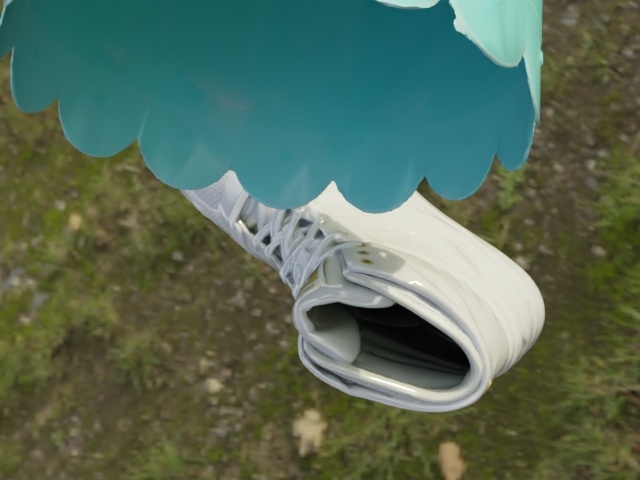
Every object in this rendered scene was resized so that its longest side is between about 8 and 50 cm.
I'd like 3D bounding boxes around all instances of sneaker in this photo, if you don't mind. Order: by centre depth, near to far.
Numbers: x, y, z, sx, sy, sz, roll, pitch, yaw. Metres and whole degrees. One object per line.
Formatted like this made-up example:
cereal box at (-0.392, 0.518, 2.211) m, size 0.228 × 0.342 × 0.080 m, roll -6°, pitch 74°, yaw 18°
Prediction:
sneaker at (0.000, 0.000, 0.918) m, size 0.292 × 0.169 × 0.108 m, roll 31°, pitch 109°, yaw 11°

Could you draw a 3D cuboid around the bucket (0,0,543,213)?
bucket at (-0.013, -0.145, 0.713) m, size 0.281 × 0.281 × 0.183 m, roll -9°, pitch 65°, yaw 44°
